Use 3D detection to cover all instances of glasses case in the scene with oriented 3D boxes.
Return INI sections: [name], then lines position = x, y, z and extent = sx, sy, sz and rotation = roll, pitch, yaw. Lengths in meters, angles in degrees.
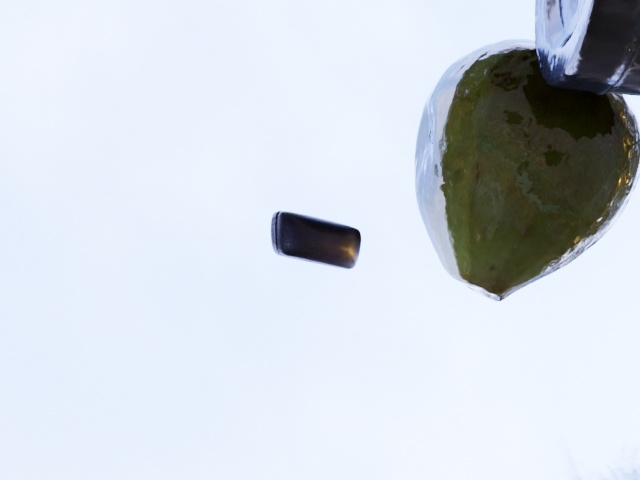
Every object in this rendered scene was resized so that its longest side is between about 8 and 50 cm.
[glasses case]
position = 0.000, 0.000, 0.971
extent = 0.083, 0.023, 0.033
rotation = 12, -109, -41

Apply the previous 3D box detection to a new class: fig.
[fig]
position = 0.178, -0.072, 1.199
extent = 0.207, 0.207, 0.230
rotation = 50, -125, -13

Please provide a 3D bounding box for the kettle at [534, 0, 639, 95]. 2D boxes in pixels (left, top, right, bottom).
[kettle]
position = 0.357, -0.245, 1.086
extent = 0.324, 0.228, 0.321
rotation = 7, -133, -4
